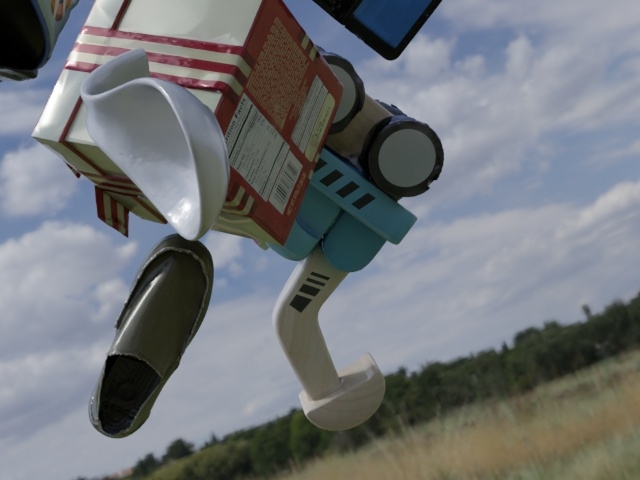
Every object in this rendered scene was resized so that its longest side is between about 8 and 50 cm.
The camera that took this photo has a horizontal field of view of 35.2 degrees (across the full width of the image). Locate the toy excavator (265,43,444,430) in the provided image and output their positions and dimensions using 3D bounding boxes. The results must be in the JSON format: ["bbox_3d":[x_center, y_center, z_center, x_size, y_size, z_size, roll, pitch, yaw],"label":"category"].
[{"bbox_3d":[0.000,0.000,1.457,0.445,0.433,0.222,-52,17,7],"label":"toy excavator"}]

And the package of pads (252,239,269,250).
[{"bbox_3d":[-0.153,-0.138,1.674,0.101,0.229,0.296,-39,-25,-12],"label":"package of pads"}]

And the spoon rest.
[{"bbox_3d":[-0.151,-0.095,0.881,0.084,0.276,0.137,-16,-59,-18],"label":"spoon rest"}]

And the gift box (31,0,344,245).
[{"bbox_3d":[-0.151,-0.135,1.173,0.258,0.255,0.276,13,-22,28],"label":"gift box"}]

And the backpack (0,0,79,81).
[{"bbox_3d":[-0.260,-0.222,0.608,0.276,0.213,0.263,9,-38,28],"label":"backpack"}]

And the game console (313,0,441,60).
[{"bbox_3d":[0.076,-0.303,1.170,0.144,0.085,0.124,-52,-27,9],"label":"game console"}]

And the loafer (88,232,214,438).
[{"bbox_3d":[-0.186,0.115,1.121,0.094,0.251,0.087,20,5,-10],"label":"loafer"}]
